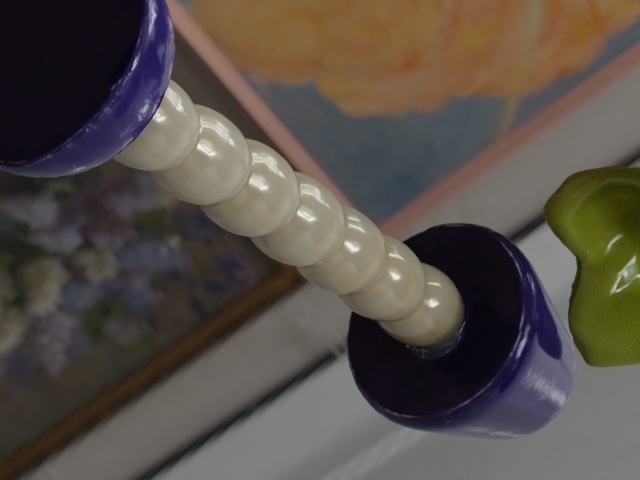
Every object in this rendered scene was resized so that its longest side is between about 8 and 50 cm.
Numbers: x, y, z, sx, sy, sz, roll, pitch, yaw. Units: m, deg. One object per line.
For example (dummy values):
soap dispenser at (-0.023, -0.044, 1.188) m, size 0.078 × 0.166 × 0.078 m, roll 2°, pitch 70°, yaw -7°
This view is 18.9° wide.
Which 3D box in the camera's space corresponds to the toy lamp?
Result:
toy lamp at (0.000, 0.000, 0.619) m, size 0.080 × 0.274 × 0.080 m, roll -18°, pitch -124°, yaw 29°

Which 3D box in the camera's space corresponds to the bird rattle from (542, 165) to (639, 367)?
bird rattle at (0.201, -0.010, 0.629) m, size 0.253 × 0.207 × 0.143 m, roll 18°, pitch -108°, yaw 20°
